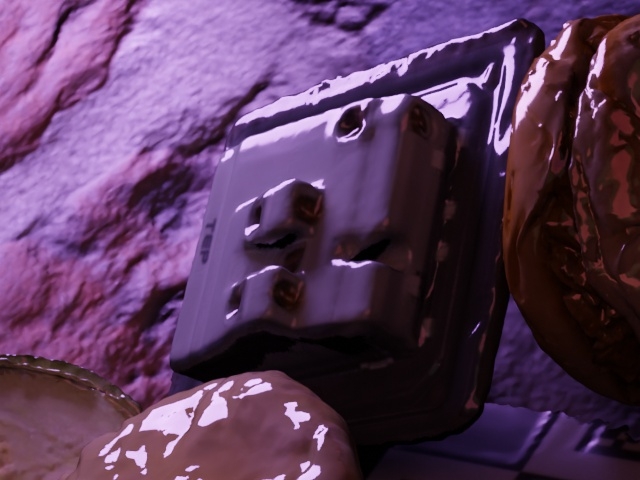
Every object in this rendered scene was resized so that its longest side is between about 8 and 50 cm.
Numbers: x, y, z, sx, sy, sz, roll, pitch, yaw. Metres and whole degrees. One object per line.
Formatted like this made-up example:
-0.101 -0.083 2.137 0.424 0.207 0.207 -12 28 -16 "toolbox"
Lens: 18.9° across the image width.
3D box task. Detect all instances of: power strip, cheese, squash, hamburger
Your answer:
-0.002 0.000 1.086 0.251 0.092 0.257 -22 49 47 "power strip"
-0.067 0.166 0.928 0.214 0.117 0.226 -27 27 -3 "cheese"
-0.174 0.182 1.080 0.220 0.133 0.220 -1 57 1 "squash"
0.182 -0.015 1.013 0.108 0.214 0.214 -5 54 44 "hamburger"

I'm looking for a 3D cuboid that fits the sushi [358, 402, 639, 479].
0.105 0.221 0.938 0.373 0.100 0.296 4 40 35 "sushi"
